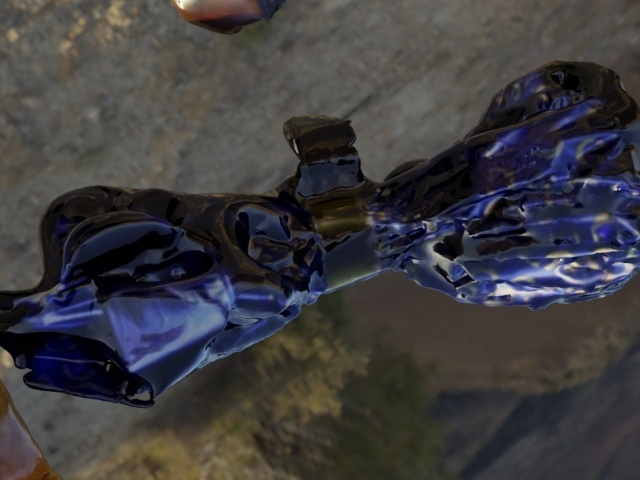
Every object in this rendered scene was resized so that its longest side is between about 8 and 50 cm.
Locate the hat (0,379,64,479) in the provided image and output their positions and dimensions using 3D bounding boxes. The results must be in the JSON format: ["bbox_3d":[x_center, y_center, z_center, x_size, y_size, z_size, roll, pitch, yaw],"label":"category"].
[{"bbox_3d":[-0.217,0.077,0.706,0.244,0.233,0.233,-15,145,12],"label":"hat"}]

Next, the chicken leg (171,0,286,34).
[{"bbox_3d":[-0.096,-0.182,0.489,0.083,0.177,0.322,-40,164,-1],"label":"chicken leg"}]

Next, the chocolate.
[{"bbox_3d":[-0.004,-0.001,0.736,0.343,0.148,0.126,-13,151,-16],"label":"chocolate"}]
